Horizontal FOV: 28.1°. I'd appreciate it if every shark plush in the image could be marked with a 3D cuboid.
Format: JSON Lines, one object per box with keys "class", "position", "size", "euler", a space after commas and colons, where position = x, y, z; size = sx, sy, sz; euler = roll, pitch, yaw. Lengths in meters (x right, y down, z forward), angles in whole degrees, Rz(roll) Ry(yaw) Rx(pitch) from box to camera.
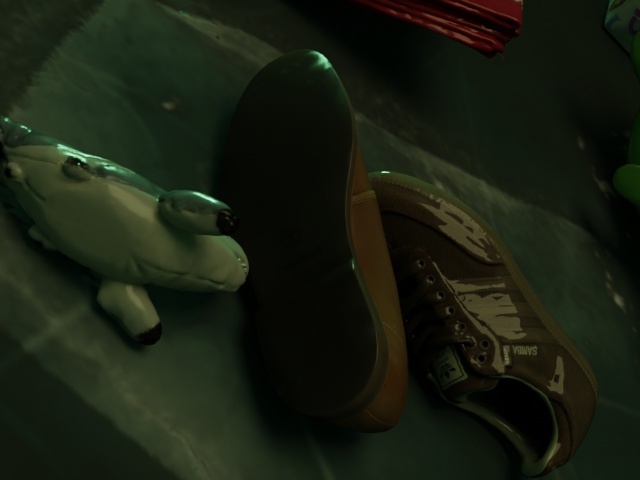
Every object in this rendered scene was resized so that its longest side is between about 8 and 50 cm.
{"class": "shark plush", "position": [-0.106, -0.015, 0.567], "size": [0.161, 0.073, 0.067], "euler": [22, 20, -5]}

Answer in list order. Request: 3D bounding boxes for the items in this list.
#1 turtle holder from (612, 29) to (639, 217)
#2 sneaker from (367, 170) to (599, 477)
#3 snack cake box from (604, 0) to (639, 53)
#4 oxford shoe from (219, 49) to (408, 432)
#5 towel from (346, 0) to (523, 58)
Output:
{"class": "turtle holder", "position": [0.365, -0.028, 0.907], "size": [0.227, 0.243, 0.320], "euler": [45, 16, -39]}
{"class": "sneaker", "position": [0.077, 0.044, 0.677], "size": [0.188, 0.066, 0.071], "euler": [44, 41, -7]}
{"class": "snack cake box", "position": [0.359, -0.270, 1.186], "size": [0.089, 0.152, 0.264], "euler": [42, 36, -12]}
{"class": "oxford shoe", "position": [0.000, 0.000, 0.643], "size": [0.076, 0.076, 0.212], "euler": [41, 35, -54]}
{"class": "towel", "position": [0.045, -0.238, 0.877], "size": [0.198, 0.031, 0.275], "euler": [19, 42, -8]}
